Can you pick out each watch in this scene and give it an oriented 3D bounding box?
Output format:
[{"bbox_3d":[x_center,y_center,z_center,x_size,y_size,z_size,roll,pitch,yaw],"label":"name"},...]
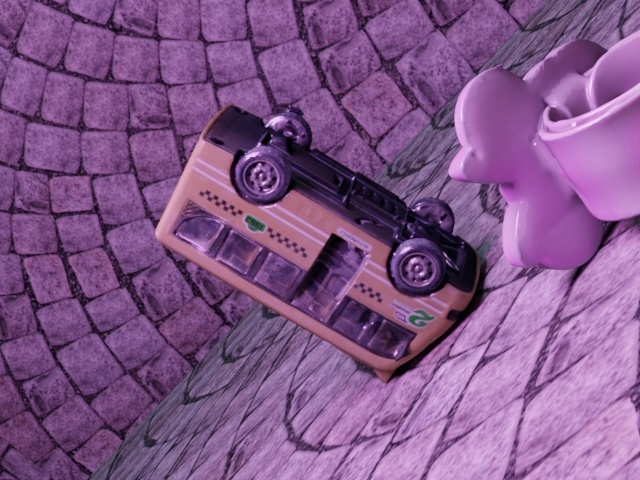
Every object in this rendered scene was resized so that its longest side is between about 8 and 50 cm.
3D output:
[{"bbox_3d":[0.272,-0.110,1.145,0.248,0.211,0.217,-42,13,-24],"label":"watch"}]

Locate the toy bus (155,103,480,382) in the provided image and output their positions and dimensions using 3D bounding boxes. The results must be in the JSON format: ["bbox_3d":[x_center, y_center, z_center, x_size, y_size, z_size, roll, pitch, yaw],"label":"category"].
[{"bbox_3d":[0.000,0.000,1.473,0.202,0.365,0.177,-58,2,24],"label":"toy bus"}]
